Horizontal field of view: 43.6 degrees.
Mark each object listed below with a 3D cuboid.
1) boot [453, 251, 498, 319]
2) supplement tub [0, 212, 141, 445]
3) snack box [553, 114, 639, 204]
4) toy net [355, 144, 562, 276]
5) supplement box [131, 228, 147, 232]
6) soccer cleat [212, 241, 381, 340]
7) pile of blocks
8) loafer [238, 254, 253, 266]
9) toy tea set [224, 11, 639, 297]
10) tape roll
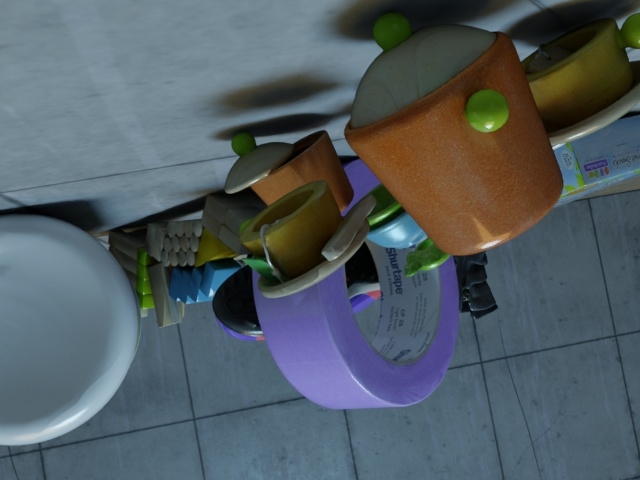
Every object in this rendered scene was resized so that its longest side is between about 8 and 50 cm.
[{"bbox_3d":[0.246,0.007,1.265,0.338,0.222,0.118,-8,176,-35],"label":"boot"},{"bbox_3d":[-0.331,0.100,0.937,0.236,0.235,0.325,-10,177,-12],"label":"supplement tub"},{"bbox_3d":[0.272,-0.074,0.949,0.175,0.070,0.207,-15,172,-36],"label":"snack box"},{"bbox_3d":[0.131,-0.064,0.595,0.232,0.045,0.122,-38,-166,-5],"label":"toy net"},{"bbox_3d":[-0.248,0.003,1.235,0.055,0.043,0.083,-9,177,12],"label":"supplement box"},{"bbox_3d":[-0.017,0.075,0.999,0.318,0.108,0.116,-20,150,-50],"label":"soccer cleat"},{"bbox_3d":[-0.156,0.030,1.065,0.113,0.148,0.362,-7,175,-41],"label":"pile of blocks"},{"bbox_3d":[-0.087,-0.003,1.304,0.112,0.112,0.319,30,166,-19],"label":"loafer"},{"bbox_3d":[0.028,-0.070,0.510,0.336,0.124,0.200,-18,-158,45],"label":"toy tea set"},{"bbox_3d":[0.049,0.049,0.899,0.090,0.274,0.275,-11,177,38],"label":"tape roll"}]
